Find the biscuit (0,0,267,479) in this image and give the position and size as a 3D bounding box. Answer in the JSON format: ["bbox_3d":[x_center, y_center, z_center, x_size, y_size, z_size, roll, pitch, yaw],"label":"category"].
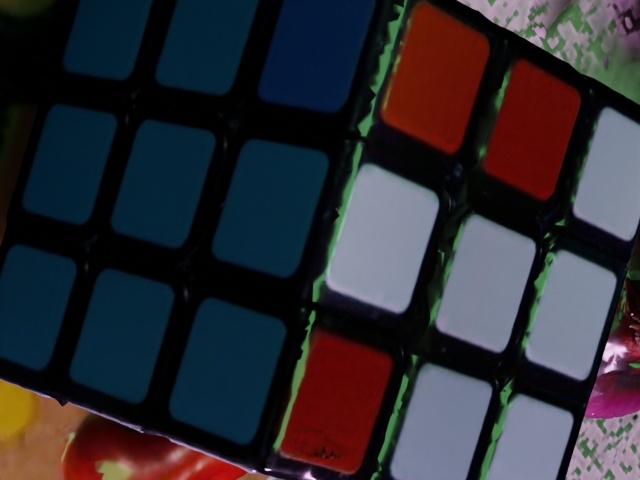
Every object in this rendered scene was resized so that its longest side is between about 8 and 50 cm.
[{"bbox_3d":[-0.106,-0.032,0.699,0.368,0.076,0.394,-34,125,-34],"label":"biscuit"}]

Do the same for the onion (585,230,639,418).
[{"bbox_3d":[0.154,0.040,0.972,0.115,0.104,0.115,-3,98,-24],"label":"onion"}]

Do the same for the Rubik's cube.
[{"bbox_3d":[0.000,0.000,0.651,0.163,0.160,0.162,22,83,-46],"label":"Rubik's cube"}]
